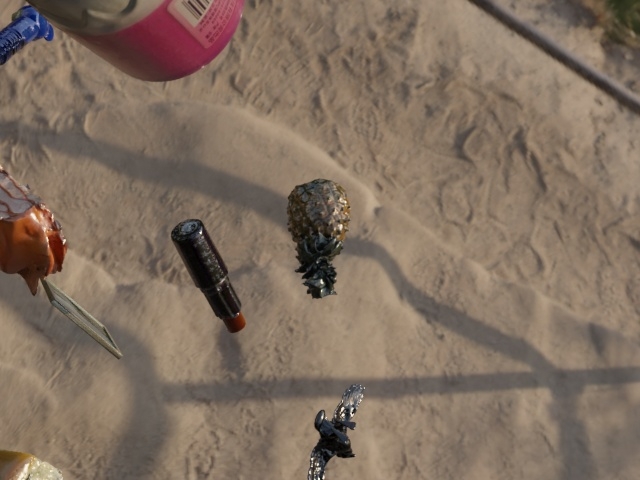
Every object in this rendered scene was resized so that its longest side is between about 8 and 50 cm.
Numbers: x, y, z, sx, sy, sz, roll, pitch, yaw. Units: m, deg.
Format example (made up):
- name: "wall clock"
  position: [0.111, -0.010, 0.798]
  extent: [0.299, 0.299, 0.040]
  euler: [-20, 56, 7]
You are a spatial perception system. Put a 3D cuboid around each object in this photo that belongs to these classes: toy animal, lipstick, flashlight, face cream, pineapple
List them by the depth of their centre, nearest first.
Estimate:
- name: "face cream"
  position: [-0.182, -0.259, 0.708]
  extent: [0.175, 0.195, 0.175]
  euler: [-3, 79, 16]
- name: "flashlight"
  position: [-0.327, -0.219, 0.820]
  extent: [0.035, 0.057, 0.121]
  euler: [0, 39, 17]
- name: "toy animal"
  position: [0.024, 0.305, 1.186]
  extent: [0.062, 0.108, 0.220]
  euler: [16, 56, 17]
- name: "pineapple"
  position: [0.000, 0.000, 1.189]
  extent: [0.108, 0.108, 0.198]
  euler: [12, 56, -22]
- name: "lipstick"
  position: [-0.230, 0.083, 1.639]
  extent: [0.081, 0.081, 0.300]
  euler: [-49, 136, -30]

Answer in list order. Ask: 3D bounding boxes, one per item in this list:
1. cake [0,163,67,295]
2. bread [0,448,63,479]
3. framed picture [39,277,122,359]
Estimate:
- name: "cake"
  position: [-0.469, -0.057, 1.113]
  extent: [0.287, 0.135, 0.098]
  euler: [43, 54, 17]
- name: "bread"
  position: [-0.275, 0.217, 0.652]
  extent: [0.077, 0.083, 0.070]
  euler: [54, 39, -47]
- name: "framed picture"
  position: [-0.370, 0.116, 1.183]
  extent: [0.011, 0.109, 0.149]
  euler: [-44, 125, -8]
